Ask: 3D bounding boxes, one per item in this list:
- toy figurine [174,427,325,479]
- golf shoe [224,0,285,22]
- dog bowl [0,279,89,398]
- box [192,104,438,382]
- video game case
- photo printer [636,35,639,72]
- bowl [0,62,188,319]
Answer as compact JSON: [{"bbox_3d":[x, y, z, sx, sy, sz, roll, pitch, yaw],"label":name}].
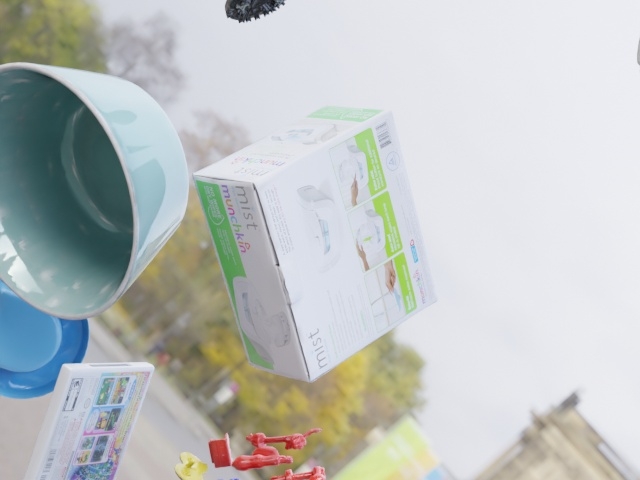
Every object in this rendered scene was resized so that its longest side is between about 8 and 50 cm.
[{"bbox_3d":[-0.068,0.407,1.894,0.362,0.191,0.217,-98,179,-69],"label":"toy figurine"},{"bbox_3d":[-0.058,-0.358,1.908,0.077,0.198,0.094,23,22,-53],"label":"golf shoe"},{"bbox_3d":[-0.448,0.096,2.014,0.297,0.166,0.074,20,6,-20],"label":"dog bowl"},{"bbox_3d":[0.000,0.000,1.873,0.127,0.231,0.262,10,-57,49],"label":"box"},{"bbox_3d":[-0.266,0.214,1.790,0.019,0.157,0.143,27,12,33],"label":"video game case"},{"bbox_3d":[0.585,-0.209,1.954,0.256,0.307,0.107,-123,-139,-67],"label":"photo printer"},{"bbox_3d":[-0.279,-0.076,1.871,0.311,0.163,0.311,15,-64,34],"label":"bowl"}]
